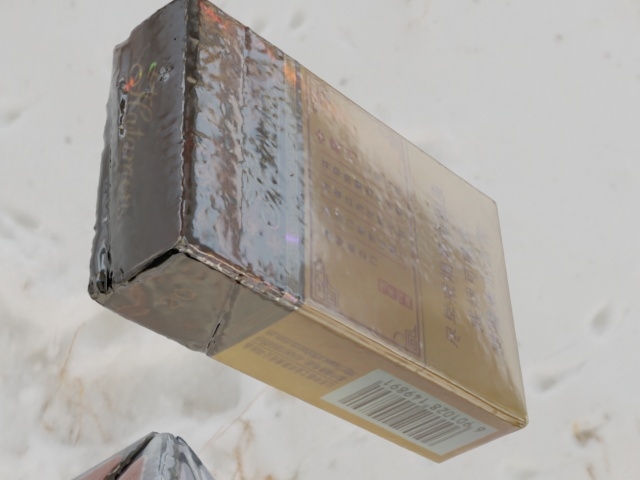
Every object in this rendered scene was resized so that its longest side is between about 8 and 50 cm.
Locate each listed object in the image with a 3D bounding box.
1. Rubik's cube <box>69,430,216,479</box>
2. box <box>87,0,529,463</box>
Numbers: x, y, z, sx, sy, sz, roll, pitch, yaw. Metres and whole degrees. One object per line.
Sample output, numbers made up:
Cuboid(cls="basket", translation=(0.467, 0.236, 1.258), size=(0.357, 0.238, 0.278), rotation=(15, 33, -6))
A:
Cuboid(cls="Rubik's cube", translation=(-0.129, 0.319, 0.757), size=(0.260, 0.259, 0.255), rotation=(52, 14, -20))
Cuboid(cls="box", translation=(0.000, 0.000, 1.068), size=(0.415, 0.116, 0.264), rotation=(29, 45, -37))
